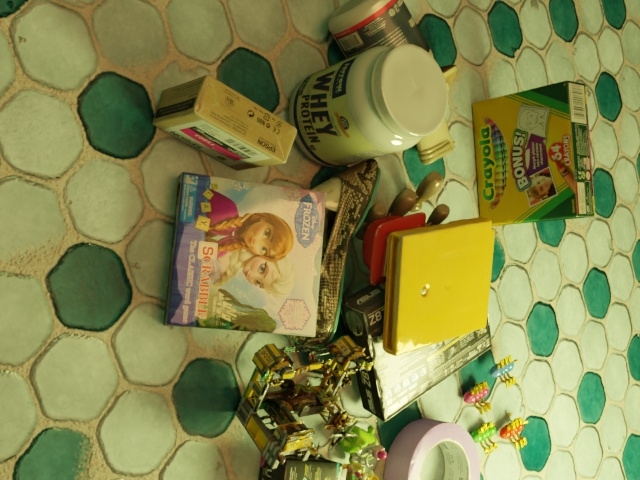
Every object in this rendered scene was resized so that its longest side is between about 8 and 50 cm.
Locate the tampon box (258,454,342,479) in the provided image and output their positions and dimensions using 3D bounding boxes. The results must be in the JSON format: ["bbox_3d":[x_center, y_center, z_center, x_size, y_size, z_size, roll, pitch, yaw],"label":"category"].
[{"bbox_3d":[-0.049,0.546,1.705,0.161,0.101,0.121,15,77,-36],"label":"tampon box"}]

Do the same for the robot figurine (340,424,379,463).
[{"bbox_3d":[0.093,0.489,1.844,0.115,0.067,0.101,36,83,-32],"label":"robot figurine"}]

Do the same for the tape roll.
[{"bbox_3d":[0.293,0.607,1.984,0.274,0.090,0.275,4,83,-38],"label":"tape roll"}]

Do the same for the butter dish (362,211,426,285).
[{"bbox_3d":[0.152,0.003,1.770,0.160,0.118,0.160,-17,123,-35],"label":"butter dish"}]

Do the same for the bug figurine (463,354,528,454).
[{"bbox_3d":[0.498,0.469,2.168,0.216,0.072,0.279,-18,102,-32],"label":"bug figurine"}]

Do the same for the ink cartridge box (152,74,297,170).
[{"bbox_3d":[-0.200,-0.236,1.581,0.234,0.193,0.088,26,73,-34],"label":"ink cartridge box"}]

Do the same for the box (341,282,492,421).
[{"bbox_3d":[0.251,0.213,1.884,0.394,0.097,0.318,-28,121,-28],"label":"box"}]

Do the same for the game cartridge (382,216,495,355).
[{"bbox_3d":[0.281,0.100,1.786,0.323,0.052,0.286,-10,108,-39],"label":"game cartridge"}]

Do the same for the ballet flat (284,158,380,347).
[{"bbox_3d":[0.000,0.000,1.761,0.182,0.164,0.483,23,75,-21],"label":"ballet flat"}]

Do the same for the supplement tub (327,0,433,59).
[{"bbox_3d":[0.160,-0.475,1.887,0.191,0.191,0.272,-48,115,-31],"label":"supplement tub"}]

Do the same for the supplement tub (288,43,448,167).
[{"bbox_3d":[0.105,-0.305,1.742,0.235,0.324,0.236,5,82,-37],"label":"supplement tub"}]

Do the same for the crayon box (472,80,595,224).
[{"bbox_3d":[0.589,-0.232,2.135,0.106,0.313,0.363,-2,88,-42],"label":"crayon box"}]

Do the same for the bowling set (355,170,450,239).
[{"bbox_3d":[0.234,-0.025,1.904,0.287,0.154,0.200,-26,72,-34],"label":"bowling set"}]

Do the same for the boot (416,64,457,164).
[{"bbox_3d":[0.316,-0.345,2.068,0.262,0.095,0.204,-45,118,-39],"label":"boot"}]

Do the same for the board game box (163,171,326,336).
[{"bbox_3d":[-0.155,0.035,1.615,0.317,0.066,0.319,6,82,-18],"label":"board game box"}]

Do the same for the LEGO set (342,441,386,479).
[{"bbox_3d":[0.126,0.625,1.808,0.132,0.107,0.287,-24,117,-17],"label":"LEGO set"}]

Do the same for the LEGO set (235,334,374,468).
[{"bbox_3d":[-0.011,0.352,1.642,0.331,0.192,0.255,9,119,-46],"label":"LEGO set"}]
